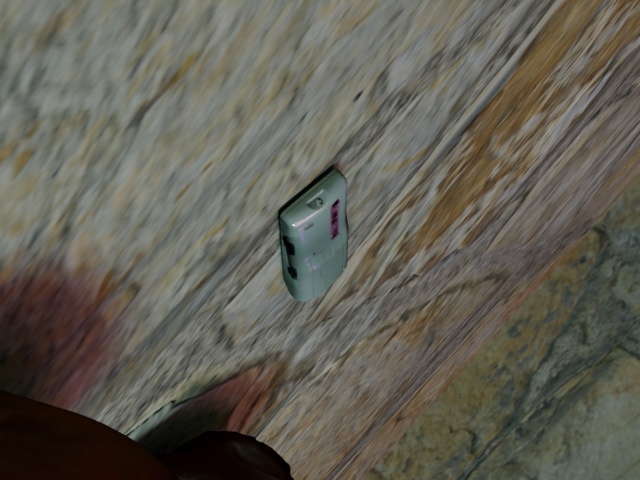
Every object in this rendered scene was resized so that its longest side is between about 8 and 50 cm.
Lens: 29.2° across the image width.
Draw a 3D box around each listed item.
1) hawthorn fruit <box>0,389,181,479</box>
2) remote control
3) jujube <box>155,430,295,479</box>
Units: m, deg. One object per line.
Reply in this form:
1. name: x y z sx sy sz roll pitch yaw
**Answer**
1. hawthorn fruit: -0.194 0.234 0.707 0.308 0.325 0.308 -16 -166 4
2. remote control: 0.000 0.000 1.004 0.065 0.029 0.166 -39 162 -15
3. jujube: -0.145 0.333 1.126 0.377 0.258 0.258 -42 164 -28
